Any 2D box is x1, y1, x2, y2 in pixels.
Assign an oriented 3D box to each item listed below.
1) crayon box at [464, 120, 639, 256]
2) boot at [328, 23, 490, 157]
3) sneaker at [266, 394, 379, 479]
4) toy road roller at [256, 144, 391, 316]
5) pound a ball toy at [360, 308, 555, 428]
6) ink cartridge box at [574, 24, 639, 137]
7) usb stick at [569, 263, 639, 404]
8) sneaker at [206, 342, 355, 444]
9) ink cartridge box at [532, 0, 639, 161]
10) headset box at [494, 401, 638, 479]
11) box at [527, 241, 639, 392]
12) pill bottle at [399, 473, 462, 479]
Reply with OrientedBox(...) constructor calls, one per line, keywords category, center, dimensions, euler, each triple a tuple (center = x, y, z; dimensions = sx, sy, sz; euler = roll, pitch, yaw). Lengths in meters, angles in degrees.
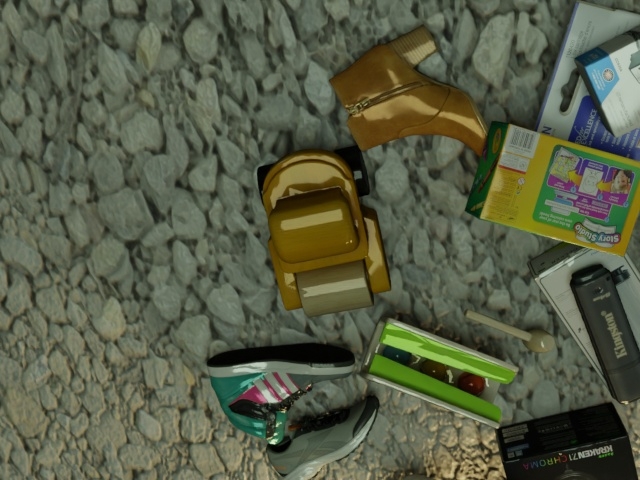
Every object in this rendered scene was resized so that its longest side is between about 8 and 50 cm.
OrientedBox(category="crayon box", center=(0.405, -0.087, 1.555), dimensions=(0.278, 0.081, 0.165), euler=(14, 99, -12))
OrientedBox(category="boot", center=(0.165, -0.210, 1.616), dimensions=(0.211, 0.104, 0.295), euler=(-33, 94, 10))
OrientedBox(category="sneaker", center=(0.005, 0.392, 1.844), dimensions=(0.271, 0.100, 0.108), euler=(-37, 98, 15))
OrientedBox(category="toy road roller", center=(0.000, 0.000, 1.627), dimensions=(0.202, 0.240, 0.329), euler=(-11, 108, 8))
OrientedBox(category="pound a ball toy", center=(0.261, 0.223, 1.769), dimensions=(0.319, 0.136, 0.208), euler=(21, 84, -4))
OrientedBox(category="ink cartridge box", center=(0.541, -0.279, 1.514), dimensions=(0.191, 0.082, 0.139), euler=(-26, 106, 13))
OrientedBox(category="usb stick", center=(0.530, 0.174, 1.669), dimensions=(0.077, 0.045, 0.278), euler=(-21, 107, 12))
OrientedBox(category="sneaker", center=(-0.070, 0.307, 1.800), dimensions=(0.295, 0.124, 0.178), euler=(-5, 104, 13))
OrientedBox(category="ink cartridge box", center=(0.542, -0.241, 1.605), dimensions=(0.307, 0.072, 0.303), euler=(15, 111, 0))
OrientedBox(category="headset box", center=(0.506, 0.499, 1.833), dimensions=(0.246, 0.131, 0.283), euler=(-14, 109, 9))
OrientedBox(category="box", center=(0.538, 0.124, 1.721), dimensions=(0.169, 0.087, 0.290), euler=(-34, 105, 14))
OrientedBox(category="pill bottle", center=(0.298, 0.575, 1.747), dimensions=(0.204, 0.361, 0.204), euler=(-4, 97, -40))
